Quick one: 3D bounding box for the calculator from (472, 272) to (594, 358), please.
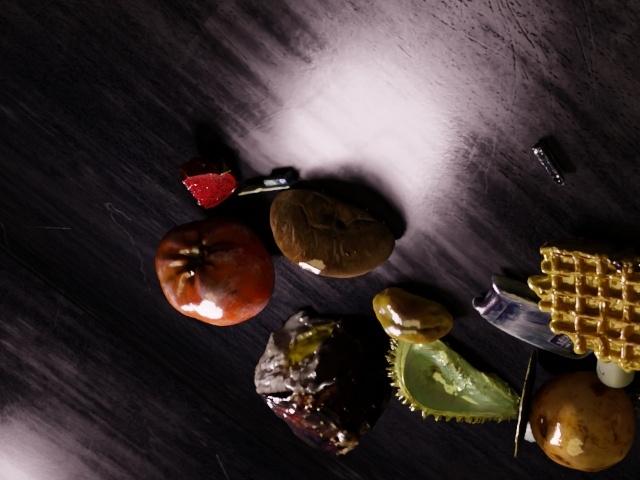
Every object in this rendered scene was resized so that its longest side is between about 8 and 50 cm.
[{"bbox_3d":[0.441,0.160,1.634,0.268,0.040,0.177,23,152,4],"label":"calculator"}]

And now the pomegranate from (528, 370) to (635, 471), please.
[{"bbox_3d":[0.547,0.367,1.696,0.215,0.215,0.215,24,151,15],"label":"pomegranate"}]

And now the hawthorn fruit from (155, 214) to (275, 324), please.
[{"bbox_3d":[-0.246,0.077,1.945,0.284,0.284,0.284,24,151,15],"label":"hawthorn fruit"}]

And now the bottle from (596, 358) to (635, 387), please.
[{"bbox_3d":[0.555,0.192,1.524,0.072,0.072,0.202,16,145,27],"label":"bottle"}]

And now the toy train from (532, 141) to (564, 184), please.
[{"bbox_3d":[0.361,-0.120,1.289,0.017,0.017,0.083,-5,134,51],"label":"toy train"}]

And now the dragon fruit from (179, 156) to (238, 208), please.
[{"bbox_3d":[-0.240,-0.143,1.790,0.106,0.083,0.162,-21,152,4],"label":"dragon fruit"}]

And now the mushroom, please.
[{"bbox_3d":[0.000,0.000,1.693,0.285,0.151,0.156,20,148,20],"label":"mushroom"}]

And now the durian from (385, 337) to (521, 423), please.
[{"bbox_3d":[0.316,0.332,1.995,0.394,0.163,0.198,30,113,-5],"label":"durian"}]

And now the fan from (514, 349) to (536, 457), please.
[{"bbox_3d":[0.446,0.350,1.768,0.011,0.230,0.335,10,174,21],"label":"fan"}]

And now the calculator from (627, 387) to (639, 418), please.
[{"bbox_3d":[0.763,0.365,1.653,0.261,0.021,0.161,5,142,41],"label":"calculator"}]

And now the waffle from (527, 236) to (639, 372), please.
[{"bbox_3d":[0.508,0.096,1.373,0.309,0.065,0.283,44,133,5],"label":"waffle"}]

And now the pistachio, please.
[{"bbox_3d":[0.196,0.170,1.816,0.189,0.110,0.100,21,-179,18],"label":"pistachio"}]

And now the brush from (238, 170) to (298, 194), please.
[{"bbox_3d":[-0.118,-0.120,1.745,0.178,0.033,0.030,-4,129,47],"label":"brush"}]

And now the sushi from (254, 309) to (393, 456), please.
[{"bbox_3d":[0.008,0.370,2.116,0.281,0.299,0.294,-15,126,34],"label":"sushi"}]

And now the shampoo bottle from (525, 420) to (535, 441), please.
[{"bbox_3d":[0.560,0.443,1.944,0.072,0.049,0.212,36,151,-15],"label":"shampoo bottle"}]
